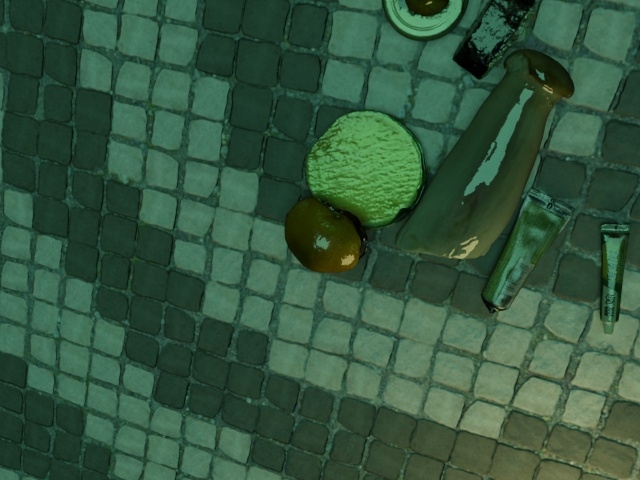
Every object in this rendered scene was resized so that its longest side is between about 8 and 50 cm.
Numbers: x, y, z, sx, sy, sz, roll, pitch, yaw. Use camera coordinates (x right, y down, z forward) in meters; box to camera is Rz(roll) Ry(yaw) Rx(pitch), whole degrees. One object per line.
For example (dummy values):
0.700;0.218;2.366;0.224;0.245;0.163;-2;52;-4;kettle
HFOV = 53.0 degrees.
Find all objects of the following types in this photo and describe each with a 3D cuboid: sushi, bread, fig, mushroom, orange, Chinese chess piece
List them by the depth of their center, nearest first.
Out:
0.165;-0.393;0.999;0.082;0.098;0.084;36;122;3;fig
0.285;-0.341;1.049;0.078;0.090;0.150;34;109;-1;sushi
0.175;-0.408;1.074;0.144;0.058;0.143;4;106;13;Chinese chess piece
0.286;-0.119;1.092;0.154;0.137;0.407;36;117;14;mushroom
0.085;-0.130;1.192;0.229;0.033;0.228;5;109;14;bread
0.000;0.000;1.199;0.170;0.112;0.160;-15;118;37;orange

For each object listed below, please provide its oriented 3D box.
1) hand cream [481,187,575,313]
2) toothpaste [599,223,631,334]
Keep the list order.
0.363;0.028;1.161;0.087;0.055;0.235;26;103;4;hand cream
0.516;0.069;1.137;0.049;0.031;0.204;2;103;14;toothpaste
